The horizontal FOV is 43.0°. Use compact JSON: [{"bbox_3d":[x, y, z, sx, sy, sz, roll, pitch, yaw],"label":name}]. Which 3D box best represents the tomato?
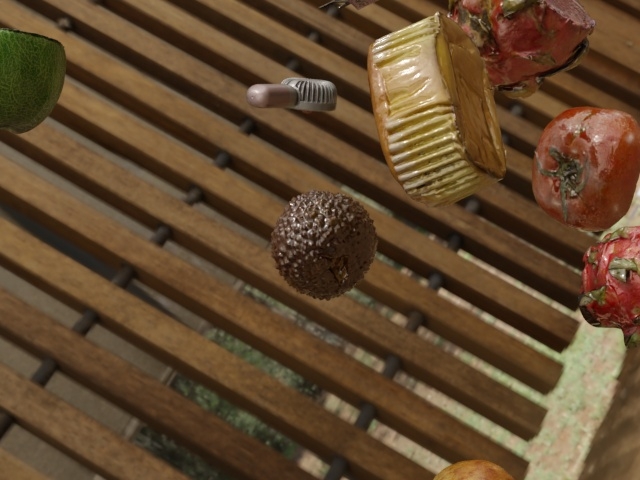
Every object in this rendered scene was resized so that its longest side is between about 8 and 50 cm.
[{"bbox_3d":[0.467,-0.133,1.464,0.095,0.237,0.237,-1,-47,-32],"label":"tomato"}]

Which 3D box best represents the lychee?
[{"bbox_3d":[0.000,0.000,1.893,0.268,0.267,0.267,-59,-6,-11],"label":"lychee"}]

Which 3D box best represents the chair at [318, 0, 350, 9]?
[{"bbox_3d":[0.090,-0.664,2.067,0.212,0.101,0.084,-34,-61,-24],"label":"chair"}]

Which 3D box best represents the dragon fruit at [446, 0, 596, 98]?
[{"bbox_3d":[0.395,-0.420,1.701,0.263,0.314,0.296,-52,37,29],"label":"dragon fruit"}]

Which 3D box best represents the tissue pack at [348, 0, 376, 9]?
[{"bbox_3d":[0.033,-0.544,1.465,0.246,0.092,0.149,25,-127,-52],"label":"tissue pack"}]

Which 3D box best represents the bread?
[{"bbox_3d":[0.169,-0.196,1.253,0.156,0.288,0.204,-21,-19,30],"label":"bread"}]

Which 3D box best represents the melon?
[{"bbox_3d":[-0.553,-0.289,1.504,0.265,0.129,0.169,-3,-89,-68],"label":"melon"}]

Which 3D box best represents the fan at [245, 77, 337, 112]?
[{"bbox_3d":[-0.064,-0.308,1.747,0.244,0.130,0.074,-13,-66,-49],"label":"fan"}]

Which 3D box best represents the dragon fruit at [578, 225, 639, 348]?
[{"bbox_3d":[0.457,0.060,1.122,0.172,0.160,0.167,-23,71,55],"label":"dragon fruit"}]

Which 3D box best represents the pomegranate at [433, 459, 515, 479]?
[{"bbox_3d":[0.341,0.604,1.792,0.248,0.248,0.248,-59,-6,-11],"label":"pomegranate"}]
